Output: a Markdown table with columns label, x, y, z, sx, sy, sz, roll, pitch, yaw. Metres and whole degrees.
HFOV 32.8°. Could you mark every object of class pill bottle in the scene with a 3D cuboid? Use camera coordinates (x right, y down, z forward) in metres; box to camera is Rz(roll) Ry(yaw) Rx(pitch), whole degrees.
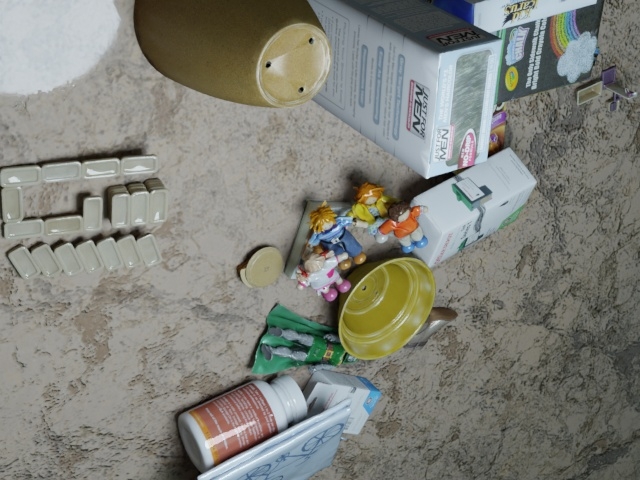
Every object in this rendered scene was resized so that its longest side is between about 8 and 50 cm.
| label | x | y | z | sx | sy | sz | roll | pitch | yaw |
| --- | --- | --- | --- | --- | --- | --- | --- | --- | --- |
| pill bottle | -0.138 | 0.326 | 1.964 | 0.216 | 0.121 | 0.121 | -22 | 129 | -23 |

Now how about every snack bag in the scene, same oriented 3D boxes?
| label | x | y | z | sx | sy | sz | roll | pitch | yaw |
| --- | --- | --- | --- | --- | --- | --- | --- | --- | --- |
| snack bag | -0.093 | 0.430 | 2.032 | 0.323 | 0.037 | 0.342 | -26 | 157 | -18 |

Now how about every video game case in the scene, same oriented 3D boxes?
| label | x | y | z | sx | sy | sz | roll | pitch | yaw |
| --- | --- | --- | --- | --- | --- | --- | --- | --- | --- |
| video game case | 0.248 | -0.407 | 1.680 | 0.244 | 0.269 | 0.061 | -21 | 129 | -25 |

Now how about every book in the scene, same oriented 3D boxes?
| label | x | y | z | sx | sy | sz | roll | pitch | yaw |
| --- | --- | --- | --- | --- | --- | --- | --- | --- | --- |
| book | 0.000 | 0.000 | 1.922 | 0.096 | 0.035 | 0.144 | 1 | 117 | -41 |

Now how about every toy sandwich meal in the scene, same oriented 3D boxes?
| label | x | y | z | sx | sy | sz | roll | pitch | yaw |
| --- | --- | --- | --- | --- | --- | --- | --- | --- | --- |
| toy sandwich meal | -0.103 | 0.046 | 1.878 | 0.085 | 0.029 | 0.086 | -19 | 124 | -31 |

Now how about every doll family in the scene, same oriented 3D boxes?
| label | x | y | z | sx | sy | sz | roll | pitch | yaw |
| --- | --- | --- | --- | --- | --- | --- | --- | --- | --- |
| doll family | 0.053 | -0.018 | 1.872 | 0.263 | 0.118 | 0.163 | -32 | 147 | 1 |

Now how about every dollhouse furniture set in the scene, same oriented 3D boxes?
| label | x | y | z | sx | sy | sz | roll | pitch | yaw |
| --- | --- | --- | --- | --- | --- | --- | --- | --- | --- |
| dollhouse furniture set | 0.561 | -0.271 | 2.129 | 0.114 | 0.081 | 0.091 | -24 | 129 | -22 |

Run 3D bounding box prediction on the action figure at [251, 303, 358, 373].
| label | x | y | z | sx | sy | sz | roll | pitch | yaw |
| --- | --- | --- | --- | --- | --- | --- | --- | --- | --- |
| action figure | -0.013 | 0.201 | 2.024 | 0.232 | 0.063 | 0.137 | 14 | 105 | -45 |

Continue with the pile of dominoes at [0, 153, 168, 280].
| label | x | y | z | sx | sy | sz | roll | pitch | yaw |
| --- | --- | --- | --- | --- | --- | --- | --- | --- | --- |
| pile of dominoes | -0.357 | -0.040 | 1.644 | 0.251 | 0.040 | 0.196 | -7 | 122 | -24 |

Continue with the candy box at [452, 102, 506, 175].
| label | x | y | z | sx | sy | sz | roll | pitch | yaw |
| --- | --- | --- | --- | --- | --- | --- | --- | --- | --- |
| candy box | 0.280 | -0.221 | 1.974 | 0.109 | 0.053 | 0.187 | -21 | 127 | -24 |

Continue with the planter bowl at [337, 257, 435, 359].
| label | x | y | z | sx | sy | sz | roll | pitch | yaw |
| --- | --- | --- | --- | --- | --- | --- | --- | --- | --- |
| planter bowl | 0.102 | 0.107 | 2.024 | 0.217 | 0.090 | 0.217 | -19 | 128 | -27 |

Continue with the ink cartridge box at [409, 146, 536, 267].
| label | x | y | z | sx | sy | sz | roll | pitch | yaw |
| --- | --- | --- | --- | --- | --- | --- | --- | --- | --- |
| ink cartridge box | 0.268 | -0.056 | 2.001 | 0.219 | 0.093 | 0.160 | -29 | 160 | -18 |

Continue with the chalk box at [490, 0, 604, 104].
| label | x | y | z | sx | sy | sz | roll | pitch | yaw |
| --- | --- | --- | --- | --- | --- | --- | --- | --- | --- |
| chalk box | 0.303 | -0.352 | 1.822 | 0.289 | 0.179 | 0.180 | -16 | 127 | -27 |

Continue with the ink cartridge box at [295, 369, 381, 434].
| label | x | y | z | sx | sy | sz | roll | pitch | yaw |
| --- | --- | --- | --- | --- | --- | --- | --- | --- | --- |
| ink cartridge box | 0.020 | 0.312 | 2.114 | 0.180 | 0.060 | 0.104 | 18 | 107 | -42 |

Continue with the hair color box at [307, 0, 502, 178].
| label | x | y | z | sx | sy | sz | roll | pitch | yaw |
| --- | --- | --- | --- | --- | --- | --- | --- | --- | --- |
| hair color box | 0.094 | -0.259 | 1.586 | 0.113 | 0.374 | 0.185 | -16 | 126 | -28 |

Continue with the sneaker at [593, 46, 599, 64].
| label | x | y | z | sx | sy | sz | roll | pitch | yaw |
| --- | --- | --- | --- | --- | --- | --- | --- | --- | --- |
| sneaker | 0.446 | -0.324 | 2.020 | 0.188 | 0.067 | 0.078 | -12 | 118 | -34 |

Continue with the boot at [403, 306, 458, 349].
| label | x | y | z | sx | sy | sz | roll | pitch | yaw |
| --- | --- | --- | --- | --- | --- | --- | --- | --- | --- |
| boot | 0.217 | 0.181 | 2.197 | 0.118 | 0.042 | 0.087 | 1 | 123 | -36 |

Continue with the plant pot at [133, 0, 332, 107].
| label | x | y | z | sx | sy | sz | roll | pitch | yaw |
| --- | --- | --- | --- | --- | --- | --- | --- | --- | --- |
| plant pot | -0.101 | -0.286 | 1.510 | 0.237 | 0.254 | 0.237 | -18 | 126 | -26 |
